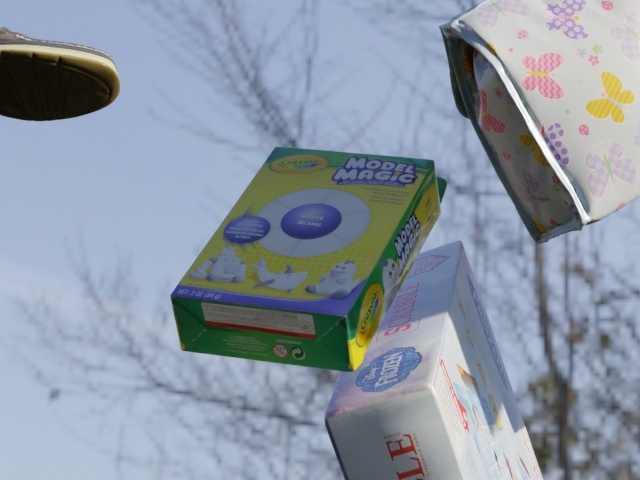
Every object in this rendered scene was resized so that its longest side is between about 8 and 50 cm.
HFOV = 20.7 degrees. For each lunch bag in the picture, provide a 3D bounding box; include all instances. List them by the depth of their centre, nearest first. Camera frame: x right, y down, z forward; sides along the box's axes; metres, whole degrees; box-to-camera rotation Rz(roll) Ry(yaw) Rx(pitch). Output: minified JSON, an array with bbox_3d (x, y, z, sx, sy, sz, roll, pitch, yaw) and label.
[{"bbox_3d":[0.088,-0.052,0.600,0.071,0.083,0.053,-31,3,-18],"label":"lunch bag"}]

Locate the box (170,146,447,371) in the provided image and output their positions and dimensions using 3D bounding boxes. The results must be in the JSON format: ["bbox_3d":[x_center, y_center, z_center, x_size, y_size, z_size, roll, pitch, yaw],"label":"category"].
[{"bbox_3d":[0.000,0.000,0.990,0.105,0.179,0.043,5,-56,20],"label":"box"}]

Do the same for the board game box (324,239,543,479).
[{"bbox_3d":[0.100,0.190,1.074,0.066,0.318,0.318,-17,10,11],"label":"board game box"}]

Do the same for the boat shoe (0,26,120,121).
[{"bbox_3d":[-0.279,-0.149,1.469,0.224,0.073,0.080,-2,-43,0],"label":"boat shoe"}]
